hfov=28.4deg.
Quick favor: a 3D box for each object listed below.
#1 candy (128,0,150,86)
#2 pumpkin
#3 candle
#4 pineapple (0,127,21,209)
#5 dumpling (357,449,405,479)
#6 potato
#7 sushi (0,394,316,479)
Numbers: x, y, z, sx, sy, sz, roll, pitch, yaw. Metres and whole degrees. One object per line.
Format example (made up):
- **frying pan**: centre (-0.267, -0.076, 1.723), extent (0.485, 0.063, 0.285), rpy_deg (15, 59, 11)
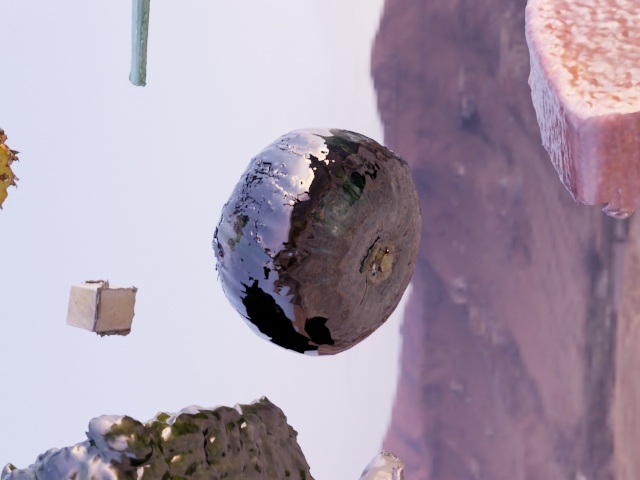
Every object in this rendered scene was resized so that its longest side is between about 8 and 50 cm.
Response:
- **candy**: centre (-0.117, -0.224, 0.838), extent (0.335, 0.093, 0.092), rpy_deg (105, 174, -50)
- **pumpkin**: centre (0.000, 0.000, 1.240), extent (0.233, 0.163, 0.233), rpy_deg (-36, -41, -38)
- **candle**: centre (0.277, -0.140, 0.996), extent (0.287, 0.317, 0.131), rpy_deg (-37, -49, -29)
- **pineapple**: centre (-0.567, -0.077, 2.031), extent (0.135, 0.233, 0.079), rpy_deg (50, -171, -35)
- **dumpling**: centre (0.052, 0.353, 1.228), extent (0.204, 0.163, 0.292), rpy_deg (122, 149, -57)
- **potato**: centre (-0.323, 0.097, 1.863), extent (0.122, 0.061, 0.086), rpy_deg (7, -90, -71)
- **sushi**: centre (-0.178, 0.285, 1.292), extent (0.352, 0.294, 0.178), rpy_deg (8, -120, -61)
